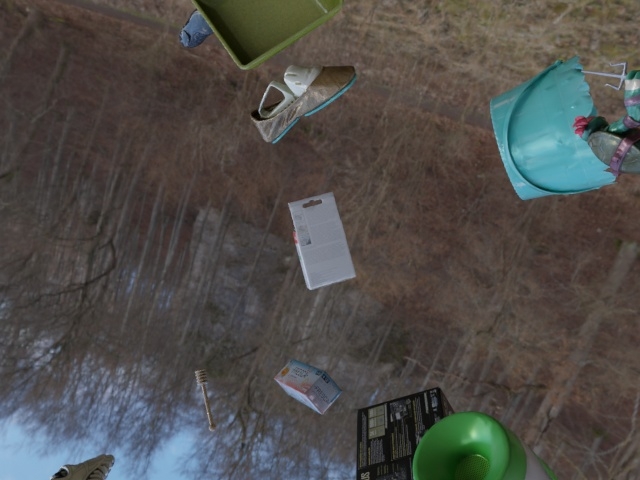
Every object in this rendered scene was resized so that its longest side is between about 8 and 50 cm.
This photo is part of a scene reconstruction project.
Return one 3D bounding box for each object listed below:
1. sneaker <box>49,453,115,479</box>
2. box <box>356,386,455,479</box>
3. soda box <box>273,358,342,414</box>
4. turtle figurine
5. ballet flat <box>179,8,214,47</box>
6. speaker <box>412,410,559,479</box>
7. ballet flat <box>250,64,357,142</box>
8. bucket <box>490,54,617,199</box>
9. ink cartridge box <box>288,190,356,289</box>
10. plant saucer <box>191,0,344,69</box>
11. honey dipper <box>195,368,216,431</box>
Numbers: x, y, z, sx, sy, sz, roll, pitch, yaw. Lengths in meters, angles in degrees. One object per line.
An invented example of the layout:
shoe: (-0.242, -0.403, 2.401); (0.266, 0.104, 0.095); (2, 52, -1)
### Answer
sneaker: (-0.585, 0.580, 1.203); (0.119, 0.109, 0.292); (25, 166, -9)
box: (0.134, 0.329, 0.735); (0.148, 0.077, 0.180); (-23, -152, 18)
soda box: (-0.030, 0.293, 1.006); (0.058, 0.063, 0.183); (51, 159, -12)
turtle figurine: (0.454, -0.141, 0.693); (0.175, 0.118, 0.234); (20, -158, -50)
ballet flat: (-0.252, -0.464, 1.058); (0.173, 0.057, 0.049); (-3, -147, 51)
speaker: (0.225, 0.326, 0.554); (0.296, 0.131, 0.131); (52, -176, -21)
ballet flat: (-0.066, -0.363, 1.237); (0.124, 0.116, 0.343); (40, 143, -24)
bucket: (0.490, -0.224, 1.045); (0.183, 0.280, 0.281); (-18, 176, 32)
ink cartridge box: (0.000, 0.000, 0.635); (0.063, 0.114, 0.029); (-15, -177, -9)
plant saucer: (-0.084, -0.370, 0.785); (0.188, 0.188, 0.045); (56, 179, 20)
honey dipper: (-0.301, 0.422, 1.302); (0.031, 0.030, 0.160); (3, -119, -42)
